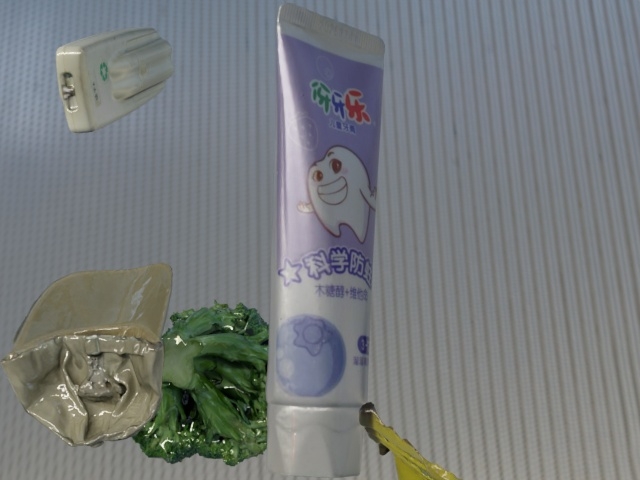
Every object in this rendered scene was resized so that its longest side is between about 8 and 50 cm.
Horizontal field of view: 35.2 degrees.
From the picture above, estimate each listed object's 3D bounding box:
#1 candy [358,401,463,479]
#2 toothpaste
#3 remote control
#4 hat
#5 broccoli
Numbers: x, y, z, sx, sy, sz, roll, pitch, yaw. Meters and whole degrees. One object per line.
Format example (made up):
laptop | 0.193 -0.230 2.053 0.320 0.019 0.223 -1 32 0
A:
candy | 0.112 0.218 0.585 0.187 0.297 0.081 25 61 35
toothpaste | 0.000 0.000 0.818 0.080 0.125 0.371 -7 77 46
remote control | -0.217 -0.181 1.096 0.049 0.230 0.090 0 109 12
hat | -0.273 0.143 1.314 0.214 0.149 0.244 -5 23 14
broccoli | -0.171 0.207 1.526 0.295 0.245 0.265 -24 63 18
